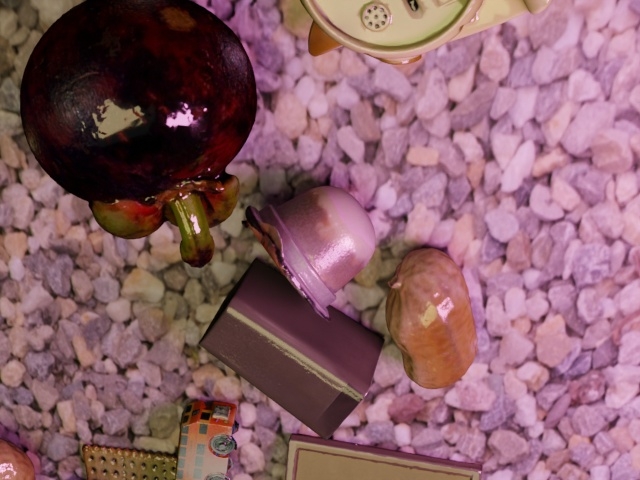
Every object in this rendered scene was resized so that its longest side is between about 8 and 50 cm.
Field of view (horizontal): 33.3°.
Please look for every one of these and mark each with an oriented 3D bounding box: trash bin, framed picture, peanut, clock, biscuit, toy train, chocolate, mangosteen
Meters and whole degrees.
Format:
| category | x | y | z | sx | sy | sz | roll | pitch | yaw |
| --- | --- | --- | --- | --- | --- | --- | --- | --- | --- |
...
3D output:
| category | x | y | z | sx | sy | sz | roll | pitch | yaw |
| --- | --- | --- | --- | --- | --- | --- | --- | --- | --- |
| trash bin | -0.041 | 0.155 | 1.612 | 0.240 | 0.164 | 0.122 | 36 | 119 | -4 |
| framed picture | 0.084 | 0.559 | 1.807 | 0.326 | 0.028 | 0.446 | 9 | 104 | 8 |
| peanut | -0.580 | 0.415 | 1.897 | 0.159 | 0.109 | 0.140 | 37 | 133 | -4 |
| clock | 0.097 | -0.356 | 1.324 | 0.348 | 0.117 | 0.286 | -24 | 110 | 23 |
| biscuit | -0.323 | 0.428 | 1.902 | 0.203 | 0.016 | 0.144 | 7 | 119 | 10 |
| toy train | -0.191 | 0.356 | 1.792 | 0.099 | 0.072 | 0.188 | 8 | 117 | -6 |
| chocolate | -0.002 | -0.006 | 1.513 | 0.147 | 0.221 | 0.221 | -42 | 104 | 6 |
| mangosteen | -0.225 | -0.147 | 1.381 | 0.306 | 0.306 | 0.359 | -19 | 73 | 21 |
| peanut | 0.162 | 0.121 | 1.563 | 0.129 | 0.129 | 0.224 | -9 | 113 | 17 |
